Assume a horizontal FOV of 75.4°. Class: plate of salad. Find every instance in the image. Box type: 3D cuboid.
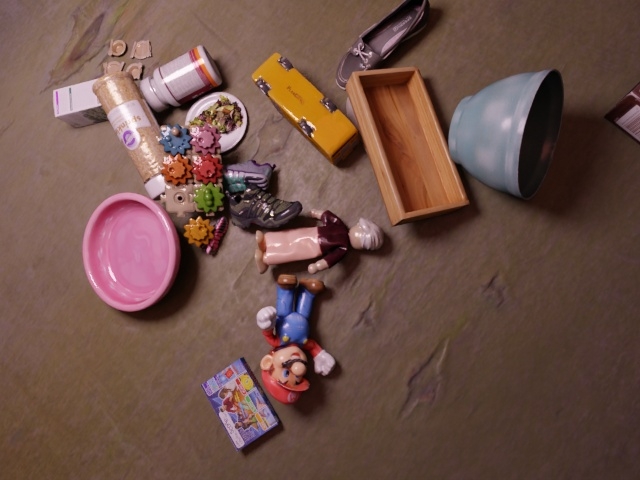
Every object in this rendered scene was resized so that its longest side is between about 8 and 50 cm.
[{"bbox_3d":[-0.321,-0.361,1.255,0.199,0.048,0.200,-2,81,10],"label":"plate of salad"}]

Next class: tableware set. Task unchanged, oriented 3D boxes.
[{"bbox_3d":[-0.634,-0.592,1.355,0.168,0.020,0.141,7,83,10],"label":"tableware set"}]

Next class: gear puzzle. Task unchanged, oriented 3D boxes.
[{"bbox_3d":[-0.354,-0.148,1.137,0.175,0.044,0.339,-3,98,-10],"label":"gear puzzle"}]

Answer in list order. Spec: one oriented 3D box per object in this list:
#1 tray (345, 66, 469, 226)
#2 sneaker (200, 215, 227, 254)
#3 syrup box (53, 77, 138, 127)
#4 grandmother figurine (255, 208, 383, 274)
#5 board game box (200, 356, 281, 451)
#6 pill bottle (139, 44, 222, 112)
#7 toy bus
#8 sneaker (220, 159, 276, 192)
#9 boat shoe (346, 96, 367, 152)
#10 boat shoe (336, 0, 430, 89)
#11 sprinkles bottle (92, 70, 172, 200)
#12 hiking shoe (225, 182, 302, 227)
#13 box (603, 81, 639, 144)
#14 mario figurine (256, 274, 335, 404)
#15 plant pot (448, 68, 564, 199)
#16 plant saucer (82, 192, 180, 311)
[{"bbox_3d":[0.225,-0.256,1.101,0.202,0.076,0.411,-13,78,-19],"label":"tray"},{"bbox_3d":[-0.315,-0.021,1.209,0.057,0.047,0.119,23,85,23],"label":"sneaker"},{"bbox_3d":[-0.704,-0.439,1.305,0.236,0.093,0.097,-10,81,8],"label":"syrup box"},{"bbox_3d":[0.000,0.000,1.125,0.342,0.104,0.208,-6,66,6],"label":"grandmother figurine"},{"bbox_3d":[-0.218,0.442,1.125,0.136,0.035,0.201,-34,78,3],"label":"board game box"},{"bbox_3d":[-0.421,-0.483,1.251,0.221,0.121,0.121,-26,78,5],"label":"pill bottle"},{"bbox_3d":[-0.042,-0.370,1.167,0.108,0.130,0.333,-44,78,2],"label":"toy bus"},{"bbox_3d":[-0.240,-0.196,1.218,0.223,0.083,0.098,10,51,17],"label":"sneaker"},{"bbox_3d":[0.137,-0.326,1.175,0.064,0.075,0.206,-18,75,-26],"label":"boat shoe"},{"bbox_3d":[0.170,-0.574,1.180,0.335,0.095,0.112,-41,78,1],"label":"boat shoe"},{"bbox_3d":[-0.513,-0.296,1.193,0.121,0.121,0.356,-27,95,4],"label":"sprinkles bottle"},{"bbox_3d":[-0.160,-0.099,1.131,0.226,0.086,0.114,-4,117,22],"label":"hiking shoe"},{"bbox_3d":[0.933,-0.400,1.009,0.381,0.143,0.191,-44,77,-1],"label":"box"},{"bbox_3d":[-0.058,0.255,1.060,0.197,0.170,0.321,5,81,8],"label":"mario figurine"},{"bbox_3d":[0.442,-0.263,1.017,0.196,0.293,0.293,19,85,38],"label":"plant pot"},{"bbox_3d":[-0.527,0.032,1.184,0.331,0.084,0.333,0,91,21],"label":"plant saucer"}]
